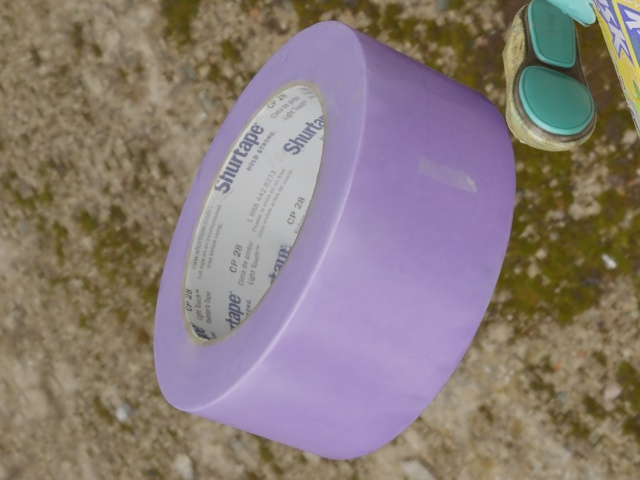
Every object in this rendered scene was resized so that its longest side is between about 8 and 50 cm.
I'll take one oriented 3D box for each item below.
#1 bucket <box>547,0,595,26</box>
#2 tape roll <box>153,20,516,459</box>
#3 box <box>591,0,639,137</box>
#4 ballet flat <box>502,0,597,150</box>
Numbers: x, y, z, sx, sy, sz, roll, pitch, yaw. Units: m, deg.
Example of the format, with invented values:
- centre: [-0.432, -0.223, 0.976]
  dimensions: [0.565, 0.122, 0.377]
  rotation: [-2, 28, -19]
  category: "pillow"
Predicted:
- centre: [0.280, -0.390, 1.309]
  dimensions: [0.183, 0.281, 0.281]
  rotation: [30, 135, 3]
  category: "bucket"
- centre: [0.000, 0.000, 0.557]
  dimensions: [0.080, 0.189, 0.189]
  rotation: [23, 145, -25]
  category: "tape roll"
- centre: [0.201, -0.131, 0.721]
  dimensions: [0.054, 0.059, 0.169]
  rotation: [-20, 95, 3]
  category: "box"
- centre: [0.293, -0.193, 1.589]
  dimensions: [0.123, 0.348, 0.123]
  rotation: [4, 129, 5]
  category: "ballet flat"
